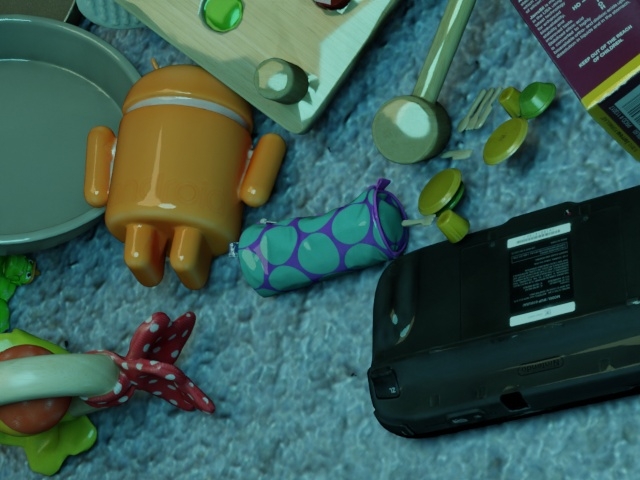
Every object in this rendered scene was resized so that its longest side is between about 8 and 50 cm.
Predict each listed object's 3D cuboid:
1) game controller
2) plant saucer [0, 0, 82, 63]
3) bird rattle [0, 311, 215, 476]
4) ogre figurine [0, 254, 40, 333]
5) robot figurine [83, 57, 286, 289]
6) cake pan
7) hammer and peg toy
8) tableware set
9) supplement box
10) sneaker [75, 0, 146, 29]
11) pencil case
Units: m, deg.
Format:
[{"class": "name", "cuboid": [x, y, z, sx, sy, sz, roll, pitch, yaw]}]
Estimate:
[{"class": "game controller", "cuboid": [0.176, 0.050, 1.100, 0.319, 0.067, 0.166, -16, 46, 29]}, {"class": "plant saucer", "cuboid": [-0.366, -0.274, 1.642, 0.311, 0.050, 0.310, -15, 62, 30]}, {"class": "bird rattle", "cuboid": [-0.229, 0.138, 1.265, 0.253, 0.207, 0.143, -11, 81, 42]}, {"class": "ogre figurine", "cuboid": [-0.352, 0.018, 1.453, 0.097, 0.118, 0.197, -28, 56, 22]}, {"class": "robot figurine", "cuboid": [-0.126, -0.067, 1.322, 0.158, 0.128, 0.219, -14, 62, 44]}, {"class": "cake pan", "cuboid": [-0.310, -0.102, 1.421, 0.293, 0.054, 0.293, 3, 54, -4]}, {"class": "hammer and peg toy", "cuboid": [0.004, -0.237, 1.267, 0.361, 0.127, 0.266, 36, 99, 12]}, {"class": "tableware set", "cuboid": [0.134, -0.065, 1.176, 0.154, 0.024, 0.104, -58, 24, -17]}, {"class": "supplement box", "cuboid": [0.218, -0.167, 1.129, 0.081, 0.104, 0.188, -38, 52, 16]}, {"class": "sneaker", "cuboid": [-0.105, -0.360, 1.450, 0.366, 0.135, 0.150, -36, 45, 7]}, {"class": "pencil case", "cuboid": [0.000, 0.000, 1.238, 0.152, 0.064, 0.070, -16, 76, 29]}]
